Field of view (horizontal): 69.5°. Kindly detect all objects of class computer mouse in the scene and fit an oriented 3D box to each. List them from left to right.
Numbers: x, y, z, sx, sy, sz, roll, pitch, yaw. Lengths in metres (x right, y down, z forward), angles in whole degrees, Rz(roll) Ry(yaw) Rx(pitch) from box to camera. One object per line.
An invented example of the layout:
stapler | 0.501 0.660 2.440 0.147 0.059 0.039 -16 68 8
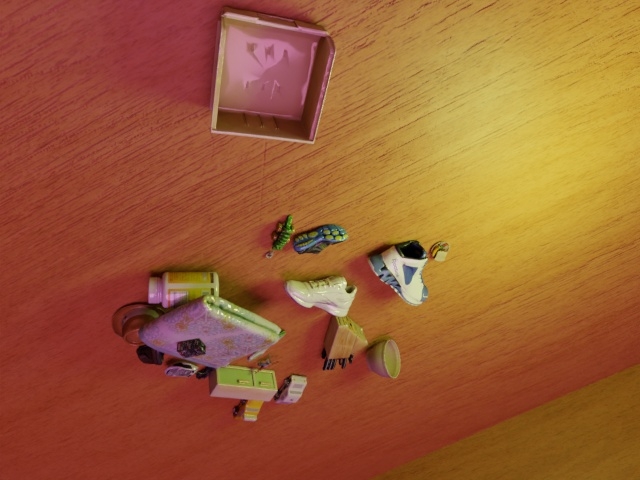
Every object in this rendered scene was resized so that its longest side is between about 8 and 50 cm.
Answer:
computer mouse | -0.524 0.508 1.833 0.192 0.042 0.106 21 126 -38

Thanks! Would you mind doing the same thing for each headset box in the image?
headset box | -0.424 0.353 1.502 0.083 0.032 0.062 -10 143 4

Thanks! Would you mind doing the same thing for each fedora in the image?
fedora | -0.624 0.304 1.595 0.194 0.079 0.194 -9 132 -10

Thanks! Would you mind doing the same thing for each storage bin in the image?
storage bin | -0.124 -0.391 1.117 0.262 0.123 0.261 2 129 -19

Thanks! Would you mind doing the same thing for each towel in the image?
towel | -0.364 0.312 1.561 0.320 0.090 0.374 -29 139 25
towel | -0.211 0.417 1.818 0.152 0.023 0.113 -41 170 19

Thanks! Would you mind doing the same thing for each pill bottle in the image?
pill bottle | -0.444 0.160 1.500 0.214 0.117 0.117 1 129 -18

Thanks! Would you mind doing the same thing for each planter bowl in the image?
planter bowl | 0.269 0.523 2.029 0.109 0.162 0.162 -13 139 32

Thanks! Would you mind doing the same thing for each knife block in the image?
knife block | 0.057 0.430 1.911 0.242 0.088 0.275 -34 132 12

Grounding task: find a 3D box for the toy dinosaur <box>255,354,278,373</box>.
toy dinosaur | -0.217 0.520 1.922 0.082 0.090 0.047 4 154 20

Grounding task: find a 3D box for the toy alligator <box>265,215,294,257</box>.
toy alligator | -0.131 0.003 1.505 0.056 0.051 0.190 14 124 -27

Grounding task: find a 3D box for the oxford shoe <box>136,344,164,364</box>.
oxford shoe | -0.605 0.403 1.641 0.096 0.083 0.227 11 151 -20

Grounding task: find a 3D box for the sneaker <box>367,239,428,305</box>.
sneaker | 0.335 0.109 1.693 0.182 0.128 0.315 -39 128 19

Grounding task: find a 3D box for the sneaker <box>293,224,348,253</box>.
sneaker | 0.000 0.000 1.547 0.188 0.067 0.078 -17 154 -5

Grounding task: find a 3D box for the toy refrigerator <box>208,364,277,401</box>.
toy refrigerator | -0.321 0.592 1.925 0.269 0.102 0.094 17 123 -28

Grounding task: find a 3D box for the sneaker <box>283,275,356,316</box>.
sneaker | 0.001 0.175 1.679 0.305 0.114 0.152 21 108 -36

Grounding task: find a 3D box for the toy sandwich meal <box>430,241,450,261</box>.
toy sandwich meal | 0.453 0.041 1.737 0.085 0.029 0.086 -9 132 -10

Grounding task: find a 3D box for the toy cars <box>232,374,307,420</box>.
toy cars | -0.228 0.735 2.088 0.393 0.087 0.177 -23 133 3
